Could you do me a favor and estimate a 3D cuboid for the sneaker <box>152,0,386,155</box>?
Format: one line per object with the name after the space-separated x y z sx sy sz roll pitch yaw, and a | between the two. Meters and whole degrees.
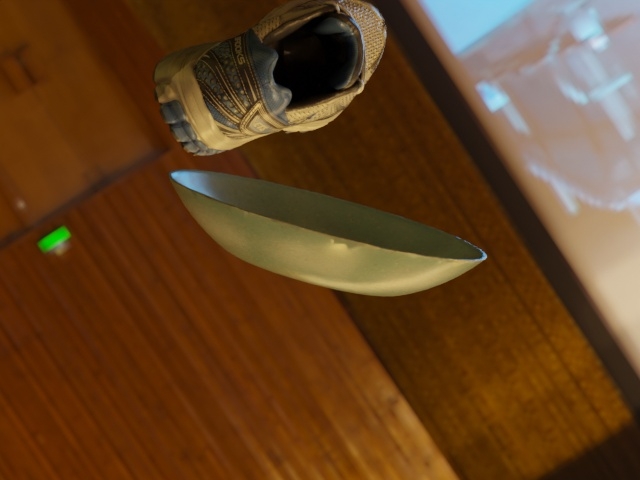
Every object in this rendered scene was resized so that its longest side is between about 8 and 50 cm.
-0.002 -0.067 0.604 0.058 0.052 0.135 -16 -168 35 | sneaker

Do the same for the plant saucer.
0.000 0.000 0.938 0.195 0.195 0.037 -45 151 -81 | plant saucer
